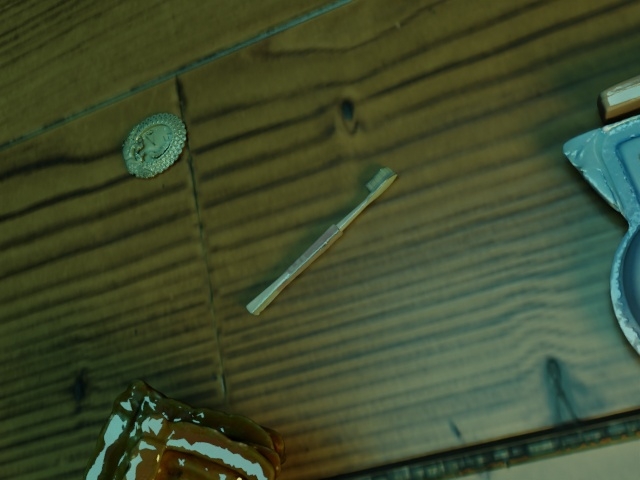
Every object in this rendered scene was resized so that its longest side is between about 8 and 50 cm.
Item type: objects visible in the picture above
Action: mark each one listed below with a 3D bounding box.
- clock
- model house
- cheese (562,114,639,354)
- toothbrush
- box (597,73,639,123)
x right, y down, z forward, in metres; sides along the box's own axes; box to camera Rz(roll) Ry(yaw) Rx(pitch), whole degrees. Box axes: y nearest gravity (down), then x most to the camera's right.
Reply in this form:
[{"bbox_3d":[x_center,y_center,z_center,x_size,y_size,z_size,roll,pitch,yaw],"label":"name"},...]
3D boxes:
[{"bbox_3d":[-0.186,-0.108,0.785,0.083,0.010,0.074,-29,66,11],"label":"clock"},{"bbox_3d":[-0.121,0.222,0.567,0.220,0.199,0.229,-27,70,-1],"label":"model house"},{"bbox_3d":[0.284,0.007,0.538,0.135,0.052,0.244,-19,67,13],"label":"cheese"},{"bbox_3d":[0.001,0.001,0.675,0.194,0.014,0.017,-46,64,4],"label":"toothbrush"},{"bbox_3d":[0.289,-0.131,0.578,0.115,0.048,0.025,-20,75,16],"label":"box"}]
